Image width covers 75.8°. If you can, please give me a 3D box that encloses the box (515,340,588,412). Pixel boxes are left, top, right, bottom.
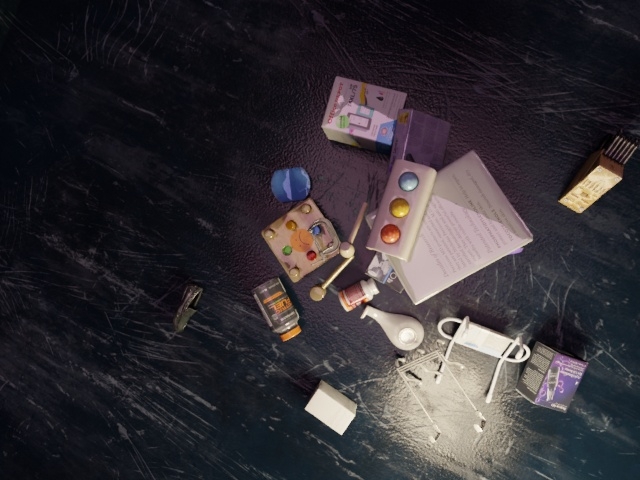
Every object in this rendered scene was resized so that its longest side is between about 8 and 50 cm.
[{"bbox_3d":[0.845,0.499,1.507,0.153,0.108,0.207,18,95,-14],"label":"box"}]

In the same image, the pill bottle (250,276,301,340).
[{"bbox_3d":[-0.173,0.283,1.678,0.130,0.130,0.246,-29,88,9],"label":"pill bottle"}]

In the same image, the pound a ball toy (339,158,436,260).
[{"bbox_3d":[0.192,-0.077,1.214,0.208,0.135,0.319,19,89,17],"label":"pound a ball toy"}]

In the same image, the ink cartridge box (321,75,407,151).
[{"bbox_3d":[0.168,-0.468,1.565,0.269,0.197,0.198,17,94,9],"label":"ink cartridge box"}]

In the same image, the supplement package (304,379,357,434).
[{"bbox_3d":[0.043,0.673,1.666,0.179,0.105,0.105,34,97,6],"label":"supplement package"}]

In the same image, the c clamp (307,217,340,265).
[{"bbox_3d":[0.000,0.000,1.569,0.137,0.022,0.161,-20,88,8],"label":"c clamp"}]

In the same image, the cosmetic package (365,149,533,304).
[{"bbox_3d":[0.414,-0.027,1.389,0.393,0.329,0.328,-32,78,11],"label":"cosmetic package"}]

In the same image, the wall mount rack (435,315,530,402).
[{"bbox_3d":[0.598,0.447,1.566,0.349,0.130,0.304,19,127,9],"label":"wall mount rack"}]

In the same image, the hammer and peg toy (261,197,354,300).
[{"bbox_3d":[-0.037,0.039,1.651,0.265,0.127,0.361,-35,86,7],"label":"hammer and peg toy"}]

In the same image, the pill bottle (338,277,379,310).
[{"bbox_3d":[0.153,0.213,1.644,0.152,0.086,0.086,-29,87,9],"label":"pill bottle"}]

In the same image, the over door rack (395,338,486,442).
[{"bbox_3d":[0.445,0.555,1.531,0.239,0.108,0.324,-44,63,43],"label":"over door rack"}]

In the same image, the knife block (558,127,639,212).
[{"bbox_3d":[1.017,-0.265,1.502,0.088,0.242,0.276,34,141,8],"label":"knife block"}]

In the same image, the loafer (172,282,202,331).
[{"bbox_3d":[-0.571,0.294,1.770,0.078,0.076,0.223,20,91,16],"label":"loafer"}]

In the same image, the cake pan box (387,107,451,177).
[{"bbox_3d":[0.370,-0.334,1.513,0.070,0.266,0.246,20,105,47],"label":"cake pan box"}]

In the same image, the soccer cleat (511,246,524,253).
[{"bbox_3d":[0.598,0.041,1.560,0.318,0.108,0.117,2,95,13],"label":"soccer cleat"}]

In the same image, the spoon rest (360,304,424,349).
[{"bbox_3d":[0.286,0.337,1.641,0.276,0.084,0.137,31,98,-6],"label":"spoon rest"}]

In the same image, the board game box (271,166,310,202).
[{"bbox_3d":[-0.120,-0.230,1.705,0.168,0.033,0.133,-6,96,14],"label":"board game box"}]

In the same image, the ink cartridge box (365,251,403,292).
[{"bbox_3d":[0.326,0.024,1.623,0.165,0.065,0.333,28,95,8],"label":"ink cartridge box"}]
